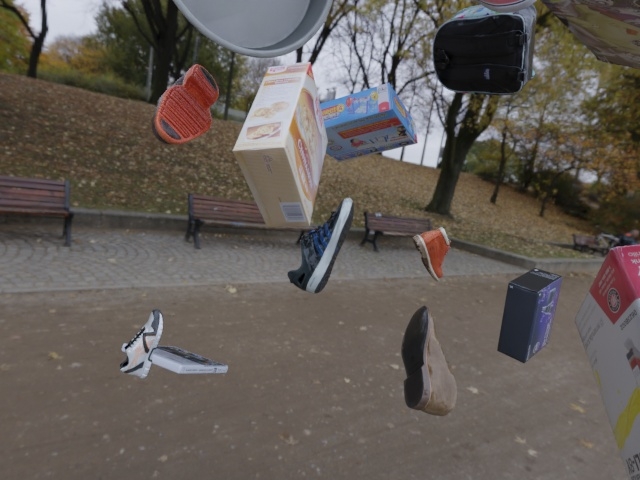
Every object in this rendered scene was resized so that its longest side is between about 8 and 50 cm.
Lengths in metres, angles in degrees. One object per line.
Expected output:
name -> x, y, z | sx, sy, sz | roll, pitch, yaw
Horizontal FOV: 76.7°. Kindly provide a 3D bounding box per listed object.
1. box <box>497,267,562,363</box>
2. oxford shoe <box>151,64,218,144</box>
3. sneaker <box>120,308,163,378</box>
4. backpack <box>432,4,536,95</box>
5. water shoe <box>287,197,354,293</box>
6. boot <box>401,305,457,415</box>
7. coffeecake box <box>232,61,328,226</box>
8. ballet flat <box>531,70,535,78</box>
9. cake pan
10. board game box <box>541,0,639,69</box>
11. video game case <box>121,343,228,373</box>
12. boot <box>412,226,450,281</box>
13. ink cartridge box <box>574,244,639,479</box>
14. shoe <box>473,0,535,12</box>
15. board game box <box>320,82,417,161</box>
box -> 0.697, 0.246, 1.350 | 0.184, 0.261, 0.103 | -15, 24, -34
oxford shoe -> -0.275, -0.250, 0.793 | 0.098, 0.097, 0.271 | -25, 33, 21
sneaker -> -0.273, 0.157, 0.622 | 0.044, 0.109, 0.040 | 20, -6, -26
backpack -> 0.446, -0.526, 1.111 | 0.254, 0.225, 0.191 | 11, 48, 34
water shoe -> 0.000, 0.000, 0.787 | 0.080, 0.203, 0.073 | 21, -10, 14
boot -> 0.292, 0.317, 1.085 | 0.115, 0.112, 0.305 | 24, 45, -12
coffeecake box -> -0.045, -0.134, 0.570 | 0.068, 0.185, 0.142 | 0, -38, 14
ballet flat -> 0.705, -0.601, 1.484 | 0.203, 0.074, 0.074 | -11, 19, -34
cake pan -> -0.110, -0.429, 0.607 | 0.293, 0.293, 0.054 | 4, 11, -32
board game box -> 0.397, -0.246, 0.468 | 0.347, 0.056, 0.208 | -5, 30, -43
video game case -> -0.352, 0.289, 0.988 | 0.191, 0.022, 0.173 | 9, -12, 26
boot -> 0.294, 0.037, 1.012 | 0.085, 0.157, 0.059 | -27, 36, 2
ink cartridge box -> 0.540, 0.230, 0.589 | 0.161, 0.384, 0.279 | -7, -37, 14
shoe -> 0.283, -0.448, 0.683 | 0.081, 0.063, 0.178 | 29, 16, -47
board game box -> 0.134, -0.376, 1.350 | 0.308, 0.086, 0.302 | -8, -11, 25
